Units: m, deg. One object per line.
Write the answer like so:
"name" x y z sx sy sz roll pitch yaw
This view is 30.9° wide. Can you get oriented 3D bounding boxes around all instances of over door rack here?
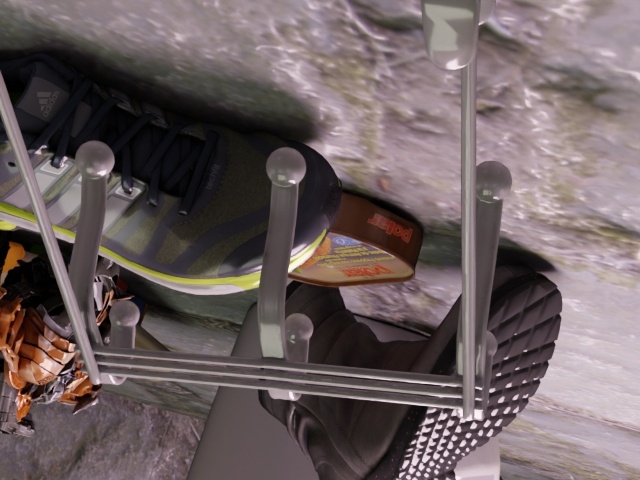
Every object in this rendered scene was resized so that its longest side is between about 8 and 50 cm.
"over door rack" -0.031 -0.031 0.561 0.240 0.108 0.324 3 144 11

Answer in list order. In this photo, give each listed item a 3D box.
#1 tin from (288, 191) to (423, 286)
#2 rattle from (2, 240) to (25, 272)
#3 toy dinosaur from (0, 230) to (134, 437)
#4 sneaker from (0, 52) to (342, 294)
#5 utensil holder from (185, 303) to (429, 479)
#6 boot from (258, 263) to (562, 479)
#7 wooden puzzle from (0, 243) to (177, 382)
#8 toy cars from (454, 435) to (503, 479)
"tin" 0.000 0.000 0.861 0.106 0.040 0.190 29 162 -26
"rattle" -0.411 -0.035 1.173 0.200 0.143 0.130 29 122 9
"toy dinosaur" -0.219 0.048 0.925 0.164 0.218 0.322 20 166 -7
"sneaker" -0.133 -0.048 0.707 0.300 0.111 0.121 10 159 17
"utensil holder" 0.006 0.295 1.246 0.328 0.385 0.327 16 166 4
"boot" 0.042 0.094 0.937 0.118 0.338 0.222 -6 -133 -37
"wooden puzzle" -0.351 0.059 1.422 0.322 0.080 0.348 14 161 11
"toy cars" 0.070 0.268 1.059 0.176 0.393 0.087 39 159 -7
